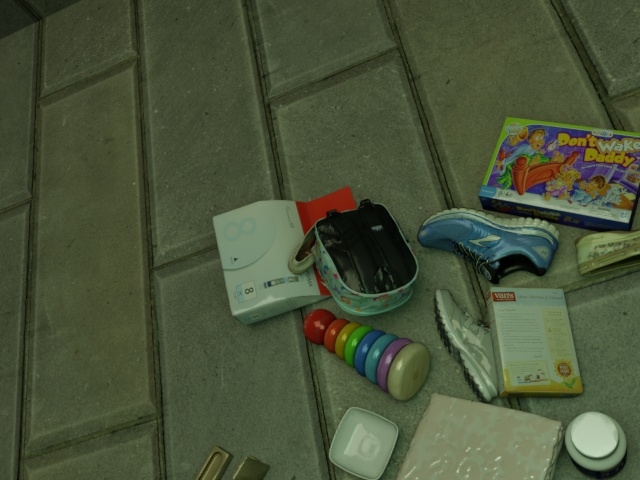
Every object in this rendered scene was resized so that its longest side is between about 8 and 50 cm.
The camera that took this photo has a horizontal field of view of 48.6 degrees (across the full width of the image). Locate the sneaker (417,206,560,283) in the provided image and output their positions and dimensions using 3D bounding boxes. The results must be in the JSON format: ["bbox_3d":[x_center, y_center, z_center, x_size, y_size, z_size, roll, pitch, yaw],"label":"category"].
[{"bbox_3d":[0.383,0.016,1.668,0.330,0.130,0.147,7,65,26],"label":"sneaker"}]

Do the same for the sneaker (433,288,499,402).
[{"bbox_3d":[0.348,0.225,1.610,0.115,0.105,0.281,-23,63,-6],"label":"sneaker"}]

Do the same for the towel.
[{"bbox_3d":[0.304,0.484,1.436,0.317,0.053,0.332,3,51,40],"label":"towel"}]

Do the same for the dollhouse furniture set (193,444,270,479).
[{"bbox_3d":[-0.237,0.549,1.667,0.151,0.123,0.144,23,75,31],"label":"dollhouse furniture set"}]

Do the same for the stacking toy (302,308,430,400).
[{"bbox_3d":[0.091,0.255,1.685,0.330,0.141,0.141,20,74,38],"label":"stacking toy"}]

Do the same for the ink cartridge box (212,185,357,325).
[{"bbox_3d":[-0.074,0.020,1.868,0.385,0.091,0.308,-20,59,6],"label":"ink cartridge box"}]

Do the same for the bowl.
[{"bbox_3d":[0.103,0.463,1.606,0.142,0.053,0.142,17,72,29],"label":"bowl"}]

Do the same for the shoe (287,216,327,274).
[{"bbox_3d":[0.000,0.000,1.820,0.076,0.058,0.219,35,64,18],"label":"shoe"}]

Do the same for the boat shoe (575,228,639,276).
[{"bbox_3d":[0.708,0.025,1.545,0.285,0.104,0.089,-9,66,31],"label":"boat shoe"}]

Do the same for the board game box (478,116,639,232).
[{"bbox_3d":[0.585,-0.159,1.699,0.347,0.078,0.233,13,71,29],"label":"board game box"}]

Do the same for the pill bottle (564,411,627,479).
[{"bbox_3d":[0.534,0.394,1.372,0.112,0.187,0.112,-10,61,19],"label":"pill bottle"}]

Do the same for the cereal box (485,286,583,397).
[{"bbox_3d":[0.460,0.218,1.539,0.173,0.047,0.240,3,61,-6],"label":"cereal box"}]

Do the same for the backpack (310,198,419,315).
[{"bbox_3d":[0.108,0.059,1.706,0.225,0.191,0.253,-16,52,-19],"label":"backpack"}]
